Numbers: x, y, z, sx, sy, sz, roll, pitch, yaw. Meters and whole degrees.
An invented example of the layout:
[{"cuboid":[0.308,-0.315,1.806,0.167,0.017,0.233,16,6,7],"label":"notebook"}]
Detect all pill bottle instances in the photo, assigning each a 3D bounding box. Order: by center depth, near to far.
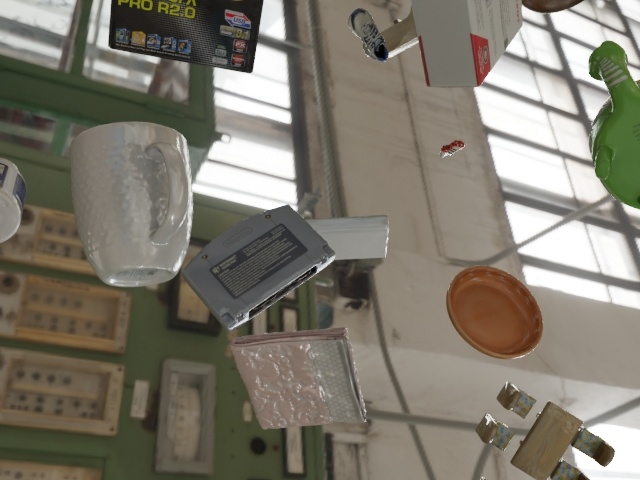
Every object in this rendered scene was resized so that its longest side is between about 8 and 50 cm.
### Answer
[{"cuboid":[-0.512,-0.069,1.089,0.094,0.094,0.169,-68,-155,20],"label":"pill bottle"}]

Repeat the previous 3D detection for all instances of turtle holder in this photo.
[{"cuboid":[0.619,-0.208,1.346,0.227,0.320,0.243,-68,-177,-55],"label":"turtle holder"}]

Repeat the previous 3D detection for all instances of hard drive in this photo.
[{"cuboid":[0.000,0.000,1.857,0.233,0.352,0.047,82,6,-70],"label":"hard drive"}]

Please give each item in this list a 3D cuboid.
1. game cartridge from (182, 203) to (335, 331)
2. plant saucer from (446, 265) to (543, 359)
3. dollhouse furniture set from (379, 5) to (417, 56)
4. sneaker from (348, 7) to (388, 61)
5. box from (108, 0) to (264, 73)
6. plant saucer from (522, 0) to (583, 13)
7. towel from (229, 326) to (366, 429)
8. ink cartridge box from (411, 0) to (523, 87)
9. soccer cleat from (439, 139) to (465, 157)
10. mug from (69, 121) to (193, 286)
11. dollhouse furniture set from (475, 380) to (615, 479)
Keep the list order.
[{"cuboid":[-0.140,0.047,1.532,0.198,0.297,0.062,43,-26,29],"label":"game cartridge"},{"cuboid":[0.332,0.141,1.348,0.037,0.199,0.200,116,-25,-52],"label":"plant saucer"},{"cuboid":[0.168,-0.660,1.626,0.256,0.394,0.362,-24,-173,21],"label":"dollhouse furniture set"},{"cuboid":[0.106,-0.418,1.424,0.052,0.135,0.058,-42,-131,3],"label":"sneaker"},{"cuboid":[-0.239,-0.437,1.270,0.060,0.270,0.216,-102,-158,-64],"label":"box"},{"cuboid":[0.588,-0.700,1.674,0.311,0.310,0.050,-60,-143,35],"label":"plant saucer"},{"cuboid":[-0.054,0.380,1.874,0.053,0.316,0.332,-79,159,-55],"label":"towel"},{"cuboid":[0.287,-0.443,1.333,0.114,0.197,0.273,8,-139,32],"label":"ink cartridge box"},{"cuboid":[0.351,-0.244,1.861,0.029,0.083,0.036,50,-34,28],"label":"soccer cleat"},{"cuboid":[-0.406,-0.084,1.598,0.374,0.276,0.328,-26,-114,47],"label":"mug"},{"cuboid":[0.393,0.420,1.280,0.242,0.212,0.161,-59,179,2],"label":"dollhouse furniture set"}]
